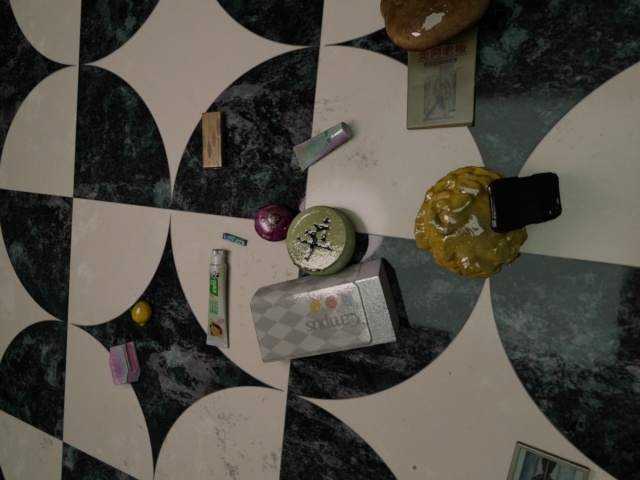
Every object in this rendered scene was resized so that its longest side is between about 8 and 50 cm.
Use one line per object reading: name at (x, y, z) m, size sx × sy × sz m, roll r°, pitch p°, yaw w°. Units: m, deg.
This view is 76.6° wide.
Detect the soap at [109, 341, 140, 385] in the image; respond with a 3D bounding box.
soap at (-0.702, 0.445, 1.450) m, size 0.100 × 0.056 × 0.148 m, roll -17°, pitch 85°, yaw 27°

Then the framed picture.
framed picture at (0.505, 0.582, 0.927) m, size 0.150 × 0.015 × 0.202 m, roll 14°, pitch 98°, yaw 24°

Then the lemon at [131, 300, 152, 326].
lemon at (-0.615, 0.251, 1.397) m, size 0.065 × 0.065 × 0.092 m, roll 10°, pitch 102°, yaw 24°

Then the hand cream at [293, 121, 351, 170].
hand cream at (0.001, -0.262, 1.107) m, size 0.174 × 0.047 × 0.076 m, roll -25°, pitch 82°, yaw 32°

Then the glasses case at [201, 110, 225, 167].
glasses case at (-0.327, -0.308, 1.253) m, size 0.065 × 0.041 × 0.169 m, roll 0°, pitch 92°, yaw 13°

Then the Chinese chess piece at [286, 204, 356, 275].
Chinese chess piece at (0.000, 0.000, 1.077) m, size 0.189 × 0.083 × 0.188 m, roll -5°, pitch 79°, yaw 25°

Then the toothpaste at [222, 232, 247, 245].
toothpaste at (-0.265, -0.004, 1.251) m, size 0.084 × 0.017 × 0.020 m, roll 18°, pitch 99°, yaw 23°

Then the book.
book at (0.290, -0.388, 0.975) m, size 0.162 × 0.026 × 0.230 m, roll 2°, pitch 93°, yaw 25°

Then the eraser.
eraser at (0.001, 0.196, 1.103) m, size 0.398 × 0.082 × 0.212 m, roll -16°, pitch 87°, yaw 24°

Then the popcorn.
popcorn at (0.326, -0.034, 0.894) m, size 0.251 × 0.190 × 0.249 m, roll 1°, pitch 92°, yaw 12°

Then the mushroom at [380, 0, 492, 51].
mushroom at (0.252, -0.551, 0.909) m, size 0.279 × 0.146 × 0.277 m, roll -9°, pitch 67°, yaw 22°

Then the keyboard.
keyboard at (0.416, -0.079, 0.816) m, size 0.016 × 0.263 × 0.106 m, roll -3°, pitch 97°, yaw 55°

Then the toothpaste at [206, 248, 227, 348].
toothpaste at (-0.323, 0.182, 1.272) m, size 0.058 × 0.056 × 0.313 m, roll -162°, pitch 73°, yaw -64°

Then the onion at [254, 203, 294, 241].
onion at (-0.130, -0.047, 1.151) m, size 0.115 × 0.115 × 0.104 m, roll 57°, pitch 156°, yaw 12°
